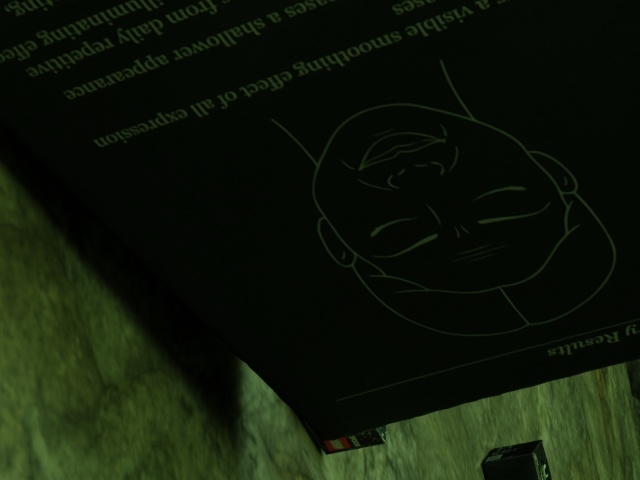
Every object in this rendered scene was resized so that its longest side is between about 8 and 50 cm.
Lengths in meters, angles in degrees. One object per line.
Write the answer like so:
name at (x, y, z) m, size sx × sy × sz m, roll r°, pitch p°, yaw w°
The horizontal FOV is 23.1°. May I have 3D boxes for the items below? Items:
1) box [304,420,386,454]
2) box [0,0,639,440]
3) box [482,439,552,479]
box at (0.000, 0.000, 1.035) m, size 0.233 × 0.044 × 0.159 m, roll -86°, pitch 156°, yaw -44°
box at (0.040, -0.112, 0.737) m, size 0.395 × 0.293 × 0.212 m, roll 50°, pitch 31°, yaw -44°
box at (0.190, 0.238, 1.476) m, size 0.062 × 0.052 × 0.083 m, roll -20°, pitch 96°, yaw -73°
